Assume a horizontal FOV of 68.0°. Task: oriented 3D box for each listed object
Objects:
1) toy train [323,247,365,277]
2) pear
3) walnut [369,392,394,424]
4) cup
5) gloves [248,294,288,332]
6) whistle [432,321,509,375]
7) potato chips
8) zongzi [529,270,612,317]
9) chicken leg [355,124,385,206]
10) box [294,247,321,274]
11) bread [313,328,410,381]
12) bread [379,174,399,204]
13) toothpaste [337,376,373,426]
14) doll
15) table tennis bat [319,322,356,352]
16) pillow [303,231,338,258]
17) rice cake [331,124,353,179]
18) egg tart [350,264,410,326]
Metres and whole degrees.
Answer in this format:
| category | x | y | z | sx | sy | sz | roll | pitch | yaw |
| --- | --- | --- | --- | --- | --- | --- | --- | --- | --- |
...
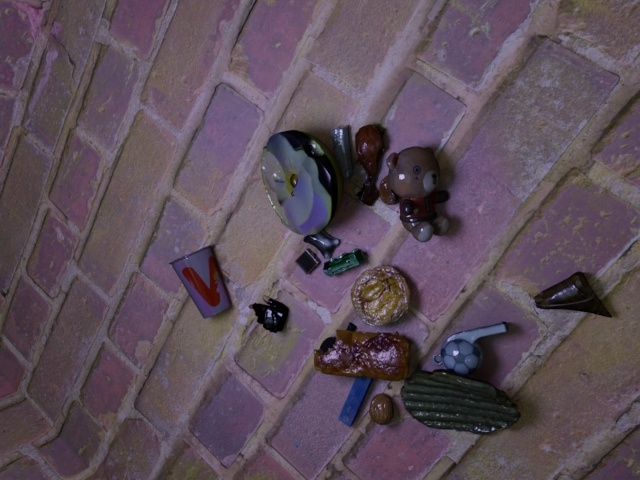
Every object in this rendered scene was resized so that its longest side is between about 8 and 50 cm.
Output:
| category | x | y | z | sx | sy | sz | roll | pitch | yaw |
| --- | --- | --- | --- | --- | --- | --- | --- | --- | --- |
| toy train | 0.089 | 0.090 | 1.849 | 0.178 | 0.104 | 0.071 | -24 | 93 | 26 |
| pear | -0.043 | -0.230 | 1.781 | 0.399 | 0.165 | 0.399 | 25 | 128 | 37 |
| walnut | 0.243 | 0.667 | 1.881 | 0.105 | 0.105 | 0.124 | 8 | 91 | 22 |
| cup | -0.514 | 0.186 | 2.096 | 0.203 | 0.203 | 0.288 | -20 | 96 | 25 |
| gloves | -0.237 | 0.313 | 2.027 | 0.180 | 0.106 | 0.129 | 13 | 106 | 17 |
| whistle | 0.534 | 0.394 | 1.679 | 0.289 | 0.163 | 0.163 | -19 | 91 | 22 |
| potato chips | 0.486 | 0.585 | 1.712 | 0.429 | 0.070 | 0.358 | -2 | 129 | 30 |
| zongzi | 0.823 | 0.219 | 1.568 | 0.187 | 0.084 | 0.184 | -36 | 94 | 31 |
| chicken leg | 0.183 | -0.275 | 1.762 | 0.113 | 0.093 | 0.304 | 2 | 104 | 12 |
| box | -0.050 | 0.085 | 1.945 | 0.079 | 0.035 | 0.083 | 47 | 114 | 10 |
| bread | 0.158 | 0.438 | 1.842 | 0.380 | 0.109 | 0.185 | 0 | 83 | 17 |
| bread | 0.258 | -0.187 | 1.747 | 0.082 | 0.060 | 0.113 | 11 | 99 | 49 |
| toothpaste | 0.151 | 0.633 | 1.940 | 0.066 | 0.053 | 0.272 | 27 | 109 | 22 |
| doll | 0.340 | -0.162 | 1.659 | 0.174 | 0.235 | 0.330 | 4 | 105 | 59 |
| table tennis bat | 0.081 | 0.438 | 1.952 | 0.150 | 0.027 | 0.236 | 31 | 111 | 15 |
| pillow | 0.001 | 0.000 | 1.901 | 0.135 | 0.055 | 0.091 | 37 | 79 | 11 |
| rice cake | 0.083 | -0.332 | 1.801 | 0.063 | 0.069 | 0.206 | -5 | 98 | 24 |
| egg tart | 0.235 | 0.214 | 1.813 | 0.232 | 0.098 | 0.252 | 38 | 108 | 21 |
